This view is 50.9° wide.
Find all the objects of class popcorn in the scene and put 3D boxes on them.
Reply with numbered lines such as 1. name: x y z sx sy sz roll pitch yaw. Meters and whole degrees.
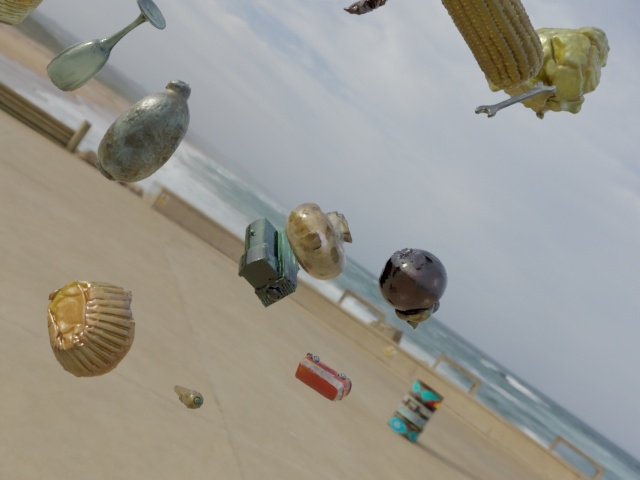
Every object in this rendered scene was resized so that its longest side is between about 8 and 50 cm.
1. popcorn: 0.645 -0.494 1.905 0.292 0.293 0.334 34 -3 4

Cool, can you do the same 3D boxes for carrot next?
1. carrot: -0.352 0.400 1.750 0.049 0.049 0.254 35 -16 -18

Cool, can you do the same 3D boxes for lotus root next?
1. lotus root: -0.471 -0.289 1.830 0.175 0.349 0.175 43 10 -9

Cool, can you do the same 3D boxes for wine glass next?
1. wine glass: -0.506 -0.495 1.708 0.096 0.309 0.264 59 19 -8

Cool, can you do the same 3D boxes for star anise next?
1. star anise: 0.129 -0.604 1.704 0.042 0.141 0.141 62 -8 -17

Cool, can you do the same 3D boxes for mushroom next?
1. mushroom: 0.000 0.000 1.963 0.255 0.184 0.255 164 -90 -88

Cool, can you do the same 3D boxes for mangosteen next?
1. mangosteen: 0.255 0.134 1.818 0.194 0.194 0.230 -144 -142 -72

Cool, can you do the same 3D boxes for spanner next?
1. spanner: 0.474 -0.342 1.628 0.054 0.254 0.015 43 -34 39

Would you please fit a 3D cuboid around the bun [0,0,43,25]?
1. bun: -0.853 -0.696 1.786 0.153 0.244 0.244 41 1 12

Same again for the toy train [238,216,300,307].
1. toy train: -0.166 0.054 2.151 0.178 0.138 0.330 49 19 -30

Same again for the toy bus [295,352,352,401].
1. toy bus: 0.006 0.422 2.046 0.174 0.079 0.077 30 25 21

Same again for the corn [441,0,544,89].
1. corn: 0.316 -0.442 1.295 0.344 0.131 0.131 44 -5 -32

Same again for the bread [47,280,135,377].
1. bread: -0.633 0.237 1.837 0.274 0.274 0.149 35 -3 33
